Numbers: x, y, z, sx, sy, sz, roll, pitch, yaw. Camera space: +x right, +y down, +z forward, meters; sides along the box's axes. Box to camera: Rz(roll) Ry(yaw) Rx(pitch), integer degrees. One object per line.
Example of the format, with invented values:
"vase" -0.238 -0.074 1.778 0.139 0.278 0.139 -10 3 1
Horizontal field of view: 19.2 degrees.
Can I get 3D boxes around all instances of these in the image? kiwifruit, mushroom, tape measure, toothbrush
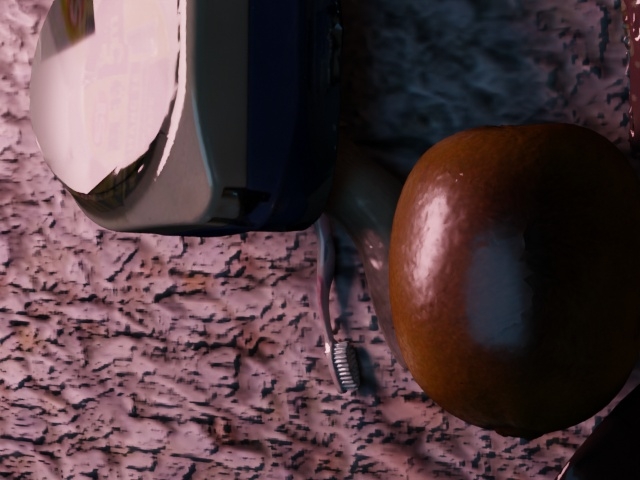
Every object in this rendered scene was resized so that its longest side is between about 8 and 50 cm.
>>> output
"kiwifruit" 0.148 0.030 1.394 0.196 0.196 0.234 -6 84 36
"mushroom" 0.054 0.001 1.526 0.223 0.081 0.092 55 149 8
"tape measure" -0.117 -0.133 1.531 0.262 0.138 0.259 -5 82 48
"toothbrush" 0.000 0.000 1.602 0.027 0.021 0.269 -6 100 24

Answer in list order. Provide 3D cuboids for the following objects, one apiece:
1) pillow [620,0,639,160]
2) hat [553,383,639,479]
"pillow" 0.263 -0.146 1.362 0.118 0.043 0.185 -2 102 33
"hat" 0.205 0.281 1.375 0.336 0.238 0.209 -42 65 -6
